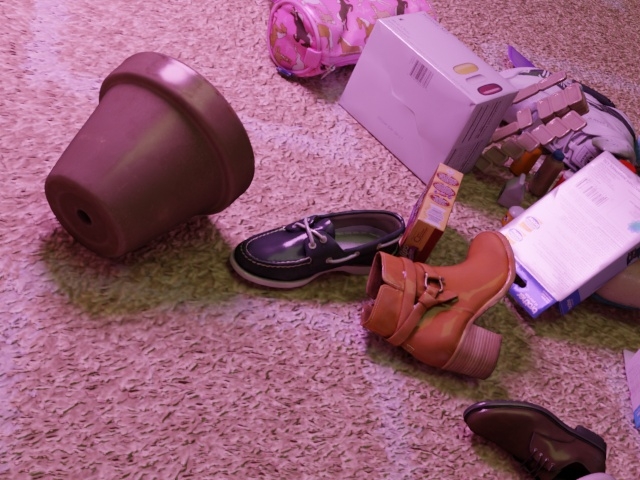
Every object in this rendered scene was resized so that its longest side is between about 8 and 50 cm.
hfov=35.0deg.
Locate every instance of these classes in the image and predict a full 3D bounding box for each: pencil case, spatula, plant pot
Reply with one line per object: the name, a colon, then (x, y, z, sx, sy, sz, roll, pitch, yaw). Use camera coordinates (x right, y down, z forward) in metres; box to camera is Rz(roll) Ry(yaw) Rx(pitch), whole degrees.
pencil case: (0.072, -0.426, 2.062, 0.160, 0.167, 0.386, 8, 19, 44)
spatula: (0.567, -0.375, 2.393, 0.297, 0.030, 0.084, 22, 40, -8)
plant pot: (-0.261, -0.101, 1.451, 0.263, 0.263, 0.229, 35, 56, 10)

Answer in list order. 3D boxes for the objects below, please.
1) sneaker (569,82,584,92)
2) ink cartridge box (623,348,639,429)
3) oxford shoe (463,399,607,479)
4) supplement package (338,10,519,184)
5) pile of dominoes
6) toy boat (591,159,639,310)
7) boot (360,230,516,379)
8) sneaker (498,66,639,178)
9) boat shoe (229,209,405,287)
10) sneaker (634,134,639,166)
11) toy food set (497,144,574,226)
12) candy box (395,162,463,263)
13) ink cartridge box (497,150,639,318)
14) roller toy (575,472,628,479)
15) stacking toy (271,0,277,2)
sneaker: (0.558, -0.317, 2.298, 0.162, 0.063, 0.073, -11, 55, -38)
ink cartridge box: (0.568, 0.241, 1.674, 0.104, 0.061, 0.181, 20, 38, -9)
oxford shoe: (0.309, 0.294, 1.448, 0.227, 0.082, 0.096, 22, 43, -6)
supplement package: (0.200, -0.272, 1.922, 0.145, 0.204, 0.262, -22, 59, -45)
pile of dominoes: (0.402, -0.221, 1.997, 0.040, 0.251, 0.196, 48, 28, -35)
toy boat: (0.572, 0.006, 1.898, 0.268, 0.148, 0.318, 7, 50, -17)
boot: (0.180, 0.067, 1.592, 0.220, 0.109, 0.283, 23, 59, -11)
sneaker: (0.507, -0.224, 2.100, 0.366, 0.137, 0.210, 20, 36, -14)
boat shoe: (0.000, 0.000, 1.588, 0.303, 0.091, 0.114, -10, 51, -38)
sneaker: (0.845, -0.165, 2.250, 0.319, 0.127, 0.208, 39, 32, 1)
toy food set: (0.417, -0.107, 1.942, 0.111, 0.104, 0.232, 28, 38, 0)
candy box: (0.184, -0.039, 1.726, 0.053, 0.109, 0.186, 26, 39, -1)
ink cartridge box: (0.442, -0.002, 1.767, 0.311, 0.065, 0.186, -35, 54, -6)
roller toy: (0.326, 0.398, 1.255, 0.191, 0.209, 0.146, -34, 61, -5)
stacking toy: (-0.060, -0.552, 2.156, 0.166, 0.175, 0.301, 13, 54, -26)
